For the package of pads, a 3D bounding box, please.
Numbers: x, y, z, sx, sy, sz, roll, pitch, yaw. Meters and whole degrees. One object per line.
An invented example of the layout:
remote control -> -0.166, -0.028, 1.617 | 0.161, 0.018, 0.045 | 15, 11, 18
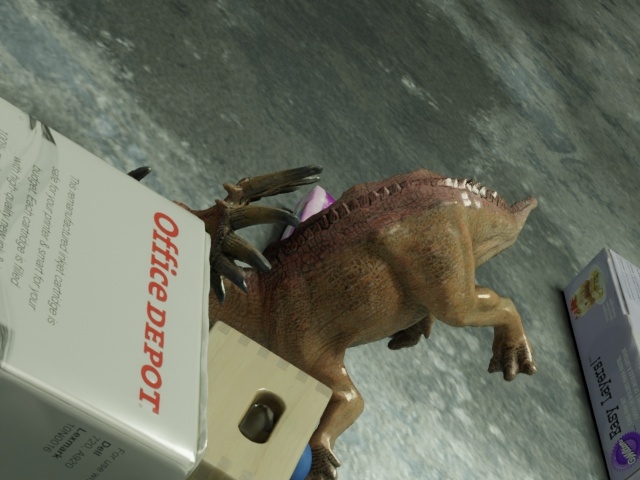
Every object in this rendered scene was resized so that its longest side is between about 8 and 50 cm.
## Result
package of pads -> 0.000, 0.000, 1.125 | 0.050, 0.032, 0.083 | 42, 27, -11

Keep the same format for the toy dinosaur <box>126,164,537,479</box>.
toy dinosaur -> 0.021, 0.011, 0.937 | 0.127, 0.295, 0.200 | 41, -28, 56

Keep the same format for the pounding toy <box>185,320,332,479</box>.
pounding toy -> -0.057, 0.141, 0.760 | 0.100, 0.130, 0.141 | 31, 27, 0

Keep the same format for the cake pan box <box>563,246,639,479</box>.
cake pan box -> 0.332, 0.158, 1.327 | 0.245, 0.070, 0.267 | 29, 30, -24

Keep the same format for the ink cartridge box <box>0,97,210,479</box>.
ink cartridge box -> -0.156, 0.012, 0.601 | 0.219, 0.092, 0.160 | 33, 29, -24
